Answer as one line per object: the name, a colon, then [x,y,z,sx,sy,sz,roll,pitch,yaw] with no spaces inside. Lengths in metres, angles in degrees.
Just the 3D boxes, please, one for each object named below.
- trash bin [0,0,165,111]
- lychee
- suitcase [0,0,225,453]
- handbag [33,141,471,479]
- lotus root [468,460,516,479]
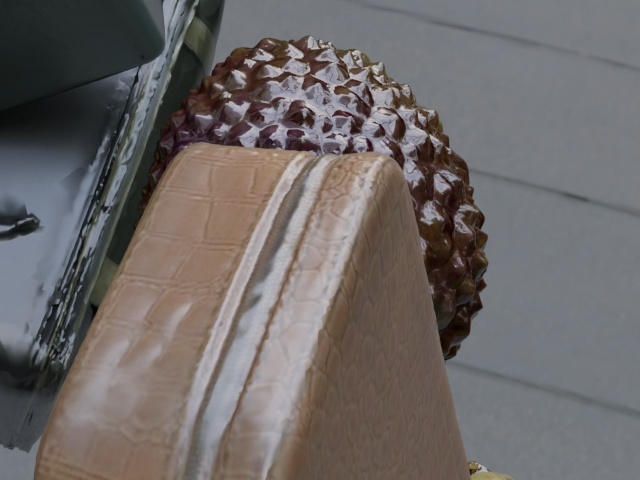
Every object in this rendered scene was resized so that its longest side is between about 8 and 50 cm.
trash bin: [-0.207,-0.186,0.823,0.176,0.236,0.101,-18,55,8]
lychee: [0.000,0.000,0.710,0.188,0.188,0.188,6,37,-4]
suitcase: [-0.215,-0.051,1.067,0.194,0.283,0.434,22,66,-9]
handbag: [-0.009,0.079,0.405,0.072,0.193,0.151,6,44,19]
lotus root: [0.116,0.198,0.851,0.072,0.063,0.152,29,32,-38]
